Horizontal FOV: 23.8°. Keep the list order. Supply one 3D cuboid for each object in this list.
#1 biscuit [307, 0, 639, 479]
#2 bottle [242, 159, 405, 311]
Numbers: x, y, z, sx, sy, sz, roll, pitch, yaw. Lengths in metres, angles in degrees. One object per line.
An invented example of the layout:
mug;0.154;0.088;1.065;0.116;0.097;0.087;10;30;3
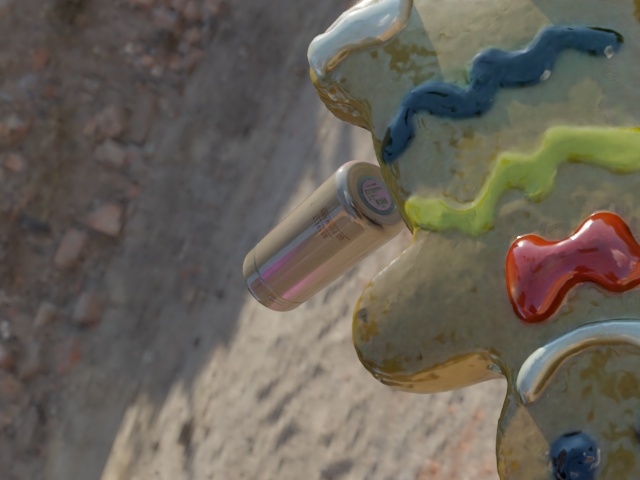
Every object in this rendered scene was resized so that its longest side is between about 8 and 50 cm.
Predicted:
biscuit;0.076;-0.009;0.485;0.158;0.035;0.240;-26;54;16
bottle;0.000;0.000;0.787;0.096;0.045;0.045;-39;34;39
